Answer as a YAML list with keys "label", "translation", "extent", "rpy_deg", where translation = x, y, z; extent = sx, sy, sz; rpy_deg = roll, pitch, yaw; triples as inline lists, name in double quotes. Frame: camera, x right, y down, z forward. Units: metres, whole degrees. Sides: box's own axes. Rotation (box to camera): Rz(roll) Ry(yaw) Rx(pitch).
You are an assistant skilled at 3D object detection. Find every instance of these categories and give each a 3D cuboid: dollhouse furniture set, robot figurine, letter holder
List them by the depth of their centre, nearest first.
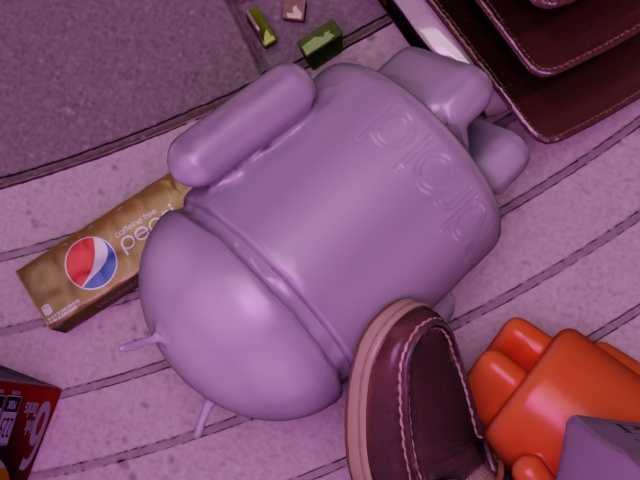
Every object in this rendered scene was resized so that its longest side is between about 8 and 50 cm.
- label: "robot figurine"
  translation: [0.000, 0.000, 1.141]
  extent: [0.353, 0.200, 0.300]
  rpy_deg: [-44, 120, -11]
- label: "letter holder"
  translation: [0.254, -0.243, 1.153]
  extent: [0.302, 0.152, 0.214]
  rpy_deg: [-36, 88, -17]
- label: "robot figurine"
  translation: [0.216, 0.159, 1.154]
  extent: [0.219, 0.158, 0.128]
  rpy_deg: [36, 104, 8]
- label: "dollhouse furniture set"
  translation: [-0.039, -0.222, 1.262]
  extent: [0.076, 0.058, 0.151]
  rpy_deg: [-32, 81, -1]

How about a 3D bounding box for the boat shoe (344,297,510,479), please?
- label: "boat shoe"
  translation: [0.111, 0.206, 1.090]
  extent: [0.123, 0.123, 0.342]
  rpy_deg: [7, 114, 40]

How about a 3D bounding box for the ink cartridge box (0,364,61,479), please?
- label: "ink cartridge box"
  translation: [-0.338, 0.213, 1.099]
  extent: [0.130, 0.309, 0.271]
  rpy_deg: [20, 85, 7]

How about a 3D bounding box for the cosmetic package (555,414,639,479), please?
- label: "cosmetic package"
  translation: [0.333, 0.325, 0.902]
  extent: [0.329, 0.394, 0.327]
  rpy_deg: [9, 93, -10]

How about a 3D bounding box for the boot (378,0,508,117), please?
- label: "boot"
  translation: [0.135, -0.240, 1.239]
  extent: [0.176, 0.088, 0.244]
  rpy_deg: [-33, 77, -2]

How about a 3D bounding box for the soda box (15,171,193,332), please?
- label: "soda box"
  translation: [-0.165, 0.005, 1.240]
  extent: [0.181, 0.058, 0.061]
  rpy_deg: [-33, 81, -1]
